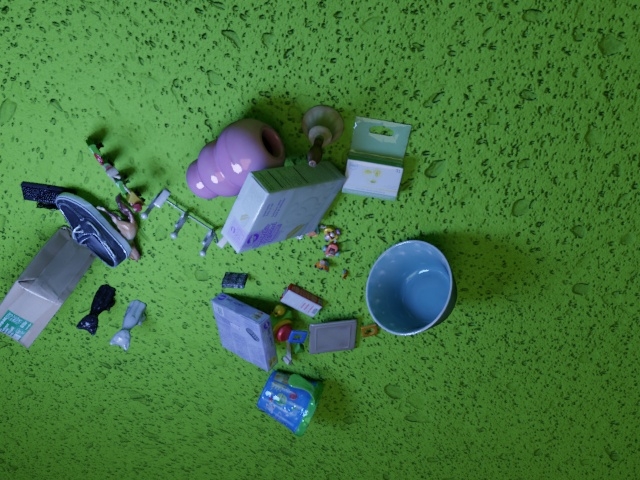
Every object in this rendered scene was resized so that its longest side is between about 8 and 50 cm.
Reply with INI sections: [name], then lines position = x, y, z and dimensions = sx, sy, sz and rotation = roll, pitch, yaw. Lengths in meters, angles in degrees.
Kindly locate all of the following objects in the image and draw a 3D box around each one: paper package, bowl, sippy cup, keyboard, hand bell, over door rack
[paper package]
position = -0.980, 0.166, 1.908
dimensions = 0.168, 0.309, 0.325
rotation = 38, 124, -19
[bowl]
position = 0.323, 0.169, 1.772
dimensions = 0.312, 0.311, 0.163
rotation = -33, 145, 27
[sippy cup]
position = -0.132, 0.656, 2.231
dimensions = 0.224, 0.240, 0.305
rotation = 26, 102, 1
[keyboard]
position = -0.929, -0.140, 1.842
dimensions = 0.192, 0.038, 0.100
rotation = 8, 128, 3
[hand bell]
position = -0.004, -0.269, 1.492
dimensions = 0.126, 0.242, 0.126
rotation = 3, 127, 4
[over door rack]
position = -0.430, -0.051, 1.689
dimensions = 0.240, 0.324, 0.108
rotation = 35, 80, -19

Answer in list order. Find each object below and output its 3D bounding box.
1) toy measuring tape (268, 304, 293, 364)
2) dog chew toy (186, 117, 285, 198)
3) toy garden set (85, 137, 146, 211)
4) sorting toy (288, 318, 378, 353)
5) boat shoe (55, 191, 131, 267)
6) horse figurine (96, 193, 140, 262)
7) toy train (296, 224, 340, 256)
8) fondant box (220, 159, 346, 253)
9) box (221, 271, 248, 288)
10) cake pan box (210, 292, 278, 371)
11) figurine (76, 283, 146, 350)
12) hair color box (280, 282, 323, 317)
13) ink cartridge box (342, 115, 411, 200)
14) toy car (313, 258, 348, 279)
[toy measuring tape]
position = -0.165, 0.378, 2.075
dimensions = 0.122, 0.121, 0.330
rotation = 5, 127, 4
[dog chew toy]
position = -0.267, -0.223, 1.599
dimensions = 0.332, 0.206, 0.206
rotation = -22, 121, 32
[toy garden set]
position = -0.626, -0.203, 1.676
dimensions = 0.049, 0.204, 0.244
rotation = -36, 122, -11
[sorting toy]
position = 0.047, 0.360, 2.067
dimensions = 0.348, 0.047, 0.196
rotation = -5, 134, -8
[boat shoe]
position = -0.778, -0.030, 1.803
dimensions = 0.108, 0.102, 0.301
rotation = -31, 108, 38
[horse figurine]
position = -0.697, -0.035, 1.873
dimensions = 0.175, 0.066, 0.263
rotation = 27, 129, -3
[toy train]
position = 0.000, 0.000, 1.816
dimensions = 0.166, 0.046, 0.125
rotation = 24, 126, -11
[fondant box]
position = -0.105, -0.105, 1.588
dimensions = 0.096, 0.330, 0.238
rotation = 49, 129, 22
[box]
position = -0.311, 0.144, 1.953
dimensions = 0.083, 0.067, 0.018
rotation = 3, 127, 4
[cake pan box]
position = -0.289, 0.342, 2.023
dimensions = 0.267, 0.070, 0.245
rotation = 18, 129, 34
[figurine]
position = -0.787, 0.301, 2.045
dimensions = 0.215, 0.209, 0.092
rotation = 31, 125, -15
[hair color box]
position = -0.069, 0.222, 1.994
dimensions = 0.141, 0.043, 0.072
rotation = 29, 125, -13
[ink cartridge box]
position = 0.166, -0.240, 1.610
dimensions = 0.171, 0.056, 0.235
rotation = 10, 129, 1
[toy car]
position = 0.038, 0.098, 1.904
dimensions = 0.122, 0.060, 0.040
rotation = 22, 84, -29
